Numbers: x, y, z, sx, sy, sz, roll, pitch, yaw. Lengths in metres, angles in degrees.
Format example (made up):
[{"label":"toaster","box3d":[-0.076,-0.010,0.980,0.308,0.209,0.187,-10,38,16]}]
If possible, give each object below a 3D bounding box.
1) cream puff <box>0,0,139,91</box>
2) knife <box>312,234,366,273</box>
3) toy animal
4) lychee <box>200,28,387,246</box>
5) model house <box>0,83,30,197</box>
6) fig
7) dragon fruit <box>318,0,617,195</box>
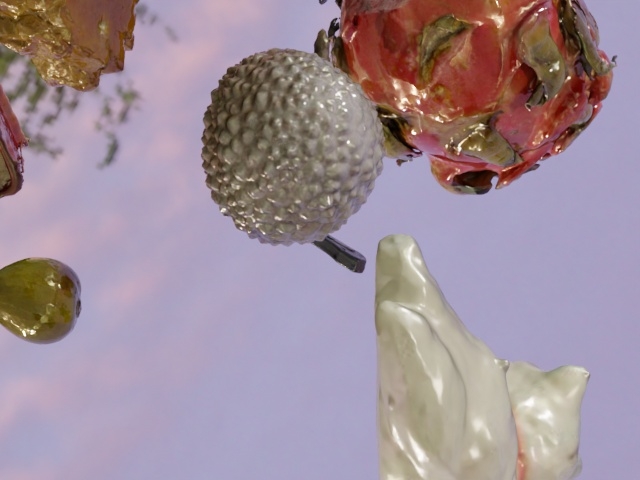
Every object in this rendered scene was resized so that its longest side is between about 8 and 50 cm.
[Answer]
[{"label":"cream puff","box3d":[-0.187,-0.170,0.893,0.094,0.116,0.122,9,-84,28]},{"label":"knife","box3d":[0.000,0.000,1.368,0.121,0.031,0.018,30,-68,18]},{"label":"toy animal","box3d":[0.126,0.124,0.991,0.266,0.188,0.308,-67,161,-62]},{"label":"lychee","box3d":[-0.020,-0.091,1.075,0.165,0.165,0.197,4,-121,52]},{"label":"model house","box3d":[-0.451,-0.161,1.471,0.160,0.196,0.254,-23,-154,-3]},{"label":"fig","box3d":[-0.243,0.049,1.043,0.074,0.088,0.074,-167,-90,-88]},{"label":"dragon fruit","box3d":[0.150,-0.175,1.228,0.269,0.291,0.250,-22,-138,21]}]
